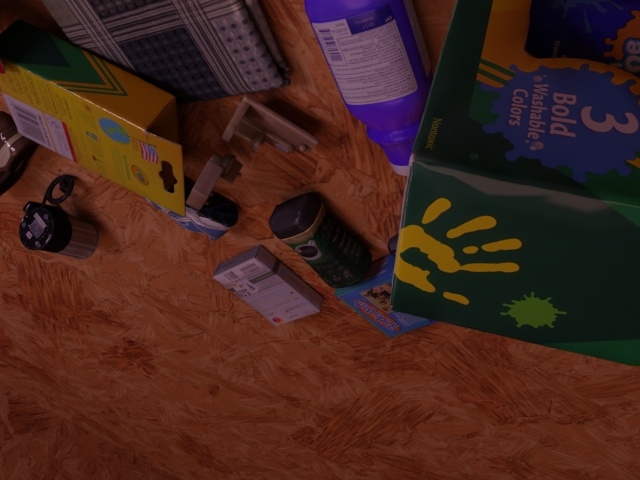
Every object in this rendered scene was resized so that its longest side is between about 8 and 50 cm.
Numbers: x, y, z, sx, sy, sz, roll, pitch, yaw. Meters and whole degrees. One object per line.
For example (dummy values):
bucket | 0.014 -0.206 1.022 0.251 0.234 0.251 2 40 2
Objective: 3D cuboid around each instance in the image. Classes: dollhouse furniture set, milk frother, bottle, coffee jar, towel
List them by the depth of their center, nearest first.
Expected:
bottle | 0.080 -0.206 0.784 0.118 0.092 0.283 -3 136 28
towel | -0.231 -0.322 0.833 0.312 0.056 0.324 -1 139 30
dollhouse furniture set | -0.105 -0.102 0.937 0.123 0.151 0.144 29 166 -11
coffee jar | 0.000 0.000 1.078 0.096 0.079 0.184 -16 130 42
milk frother | -0.502 -0.045 1.246 0.143 0.129 0.134 -29 163 12

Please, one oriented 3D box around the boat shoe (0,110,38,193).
boat shoe | -0.611 -0.157 1.171 0.095 0.095 0.257 48 130 -11

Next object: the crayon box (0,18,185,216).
crayon box | -0.330 -0.178 0.961 0.318 0.081 0.202 28 151 4

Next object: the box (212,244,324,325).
box | -0.106 0.097 1.275 0.186 0.038 0.145 42 137 -24

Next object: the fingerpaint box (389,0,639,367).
fingerpaint box | 0.285 -0.121 0.509 0.370 0.445 0.163 13 141 11

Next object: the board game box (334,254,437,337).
board game box | 0.153 0.097 1.151 0.160 0.047 0.210 39 138 -23

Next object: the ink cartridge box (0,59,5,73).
ink cartridge box | -0.600 -0.335 0.816 0.309 0.130 0.272 23 145 33

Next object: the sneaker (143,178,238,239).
sneaker | -0.255 -0.063 1.118 0.211 0.080 0.081 30 138 -10

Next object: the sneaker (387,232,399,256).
sneaker | 0.183 -0.048 0.961 0.223 0.083 0.098 -23 102 39
